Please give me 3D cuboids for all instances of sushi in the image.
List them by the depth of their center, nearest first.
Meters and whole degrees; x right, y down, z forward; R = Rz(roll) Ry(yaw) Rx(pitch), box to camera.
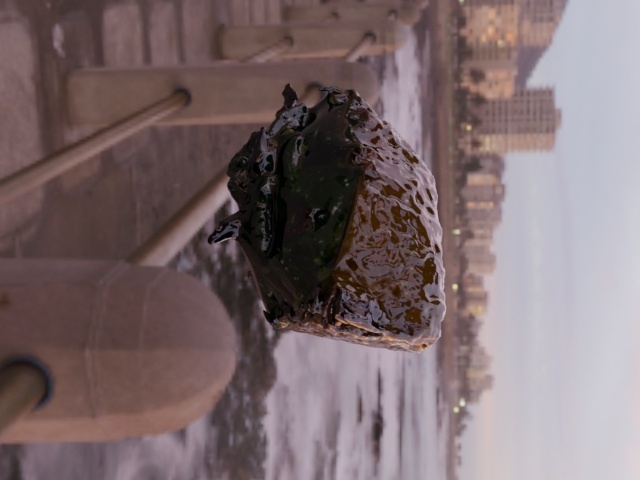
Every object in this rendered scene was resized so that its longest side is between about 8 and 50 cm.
[{"bbox_3d":[0.001,0.000,0.678,0.140,0.149,0.287,36,33,-22],"label":"sushi"}]
